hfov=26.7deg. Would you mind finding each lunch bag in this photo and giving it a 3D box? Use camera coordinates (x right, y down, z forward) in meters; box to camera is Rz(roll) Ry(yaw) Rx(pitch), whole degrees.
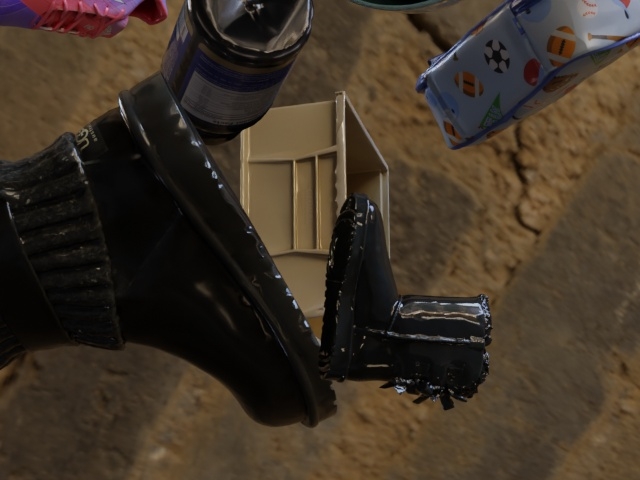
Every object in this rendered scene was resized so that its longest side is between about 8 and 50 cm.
[{"bbox_3d":[0.256,-0.216,1.483,0.115,0.243,0.303,61,-31,1],"label":"lunch bag"}]

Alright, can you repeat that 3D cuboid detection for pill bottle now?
[{"bbox_3d":[-0.092,-0.182,1.345,0.123,0.219,0.123,6,-112,-16],"label":"pill bottle"}]

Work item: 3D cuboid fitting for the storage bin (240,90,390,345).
[{"bbox_3d":[0.000,0.000,1.575,0.123,0.262,0.260,-4,-106,12],"label":"storage bin"}]

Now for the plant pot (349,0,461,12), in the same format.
[{"bbox_3d":[0.117,-0.391,1.600,0.272,0.255,0.271,0,-89,14],"label":"plant pot"}]

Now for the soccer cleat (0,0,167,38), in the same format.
[{"bbox_3d":[-0.296,-0.294,1.645,0.108,0.318,0.116,-19,-81,34],"label":"soccer cleat"}]

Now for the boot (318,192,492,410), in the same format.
[{"bbox_3d":[0.054,0.038,0.805,0.045,0.099,0.121,160,-62,-73],"label":"boot"}]

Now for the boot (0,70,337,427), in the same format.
[{"bbox_3d":[-0.159,0.060,1.011,0.260,0.348,0.131,-30,-146,-1],"label":"boot"}]
